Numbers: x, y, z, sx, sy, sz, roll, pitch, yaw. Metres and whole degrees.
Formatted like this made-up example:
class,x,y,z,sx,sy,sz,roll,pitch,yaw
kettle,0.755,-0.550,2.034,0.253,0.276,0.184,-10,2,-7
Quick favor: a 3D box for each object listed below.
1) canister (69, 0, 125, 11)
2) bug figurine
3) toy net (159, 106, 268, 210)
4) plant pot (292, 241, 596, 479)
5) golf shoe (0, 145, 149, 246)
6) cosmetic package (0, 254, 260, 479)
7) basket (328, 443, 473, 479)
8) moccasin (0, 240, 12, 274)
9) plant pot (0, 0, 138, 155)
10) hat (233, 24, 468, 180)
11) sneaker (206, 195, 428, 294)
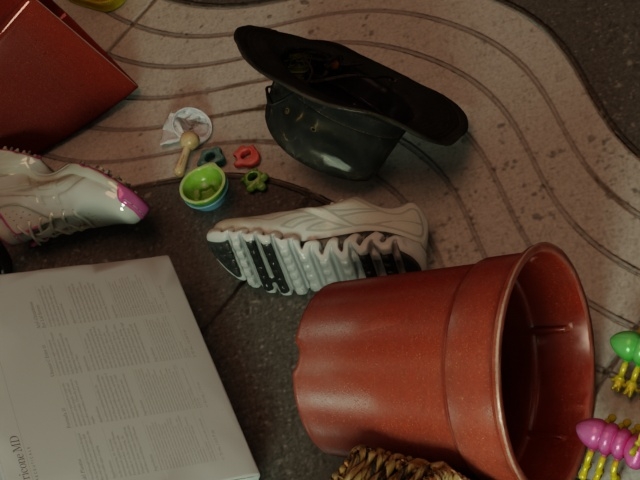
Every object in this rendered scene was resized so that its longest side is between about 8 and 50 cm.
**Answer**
class,x,y,z,sx,sy,sz,roll,pitch,yaw
canister,-0.390,-0.455,2.279,0.126,0.170,0.073,21,65,34
bug figurine,0.393,0.187,1.530,0.216,0.072,0.279,14,62,27
toy net,-0.163,-0.133,2.025,0.122,0.045,0.232,-30,49,0
plant pot,0.131,0.142,1.573,0.265,0.272,0.272,-3,54,31
golf shoe,-0.371,-0.041,2.012,0.306,0.115,0.140,11,66,38
cosmetic package,-0.270,0.188,1.714,0.285,0.097,0.377,-4,44,-24
basket,0.086,0.375,1.429,0.223,0.213,0.299,15,63,32
moccasin,-0.547,0.144,1.918,0.147,0.139,0.380,-3,54,22
plant pot,-0.486,-0.272,2.141,0.236,0.267,0.267,-46,51,2
hat,0.020,-0.163,1.891,0.331,0.331,0.134,39,115,39
sneaker,0.000,0.000,1.828,0.292,0.110,0.118,4,49,15
